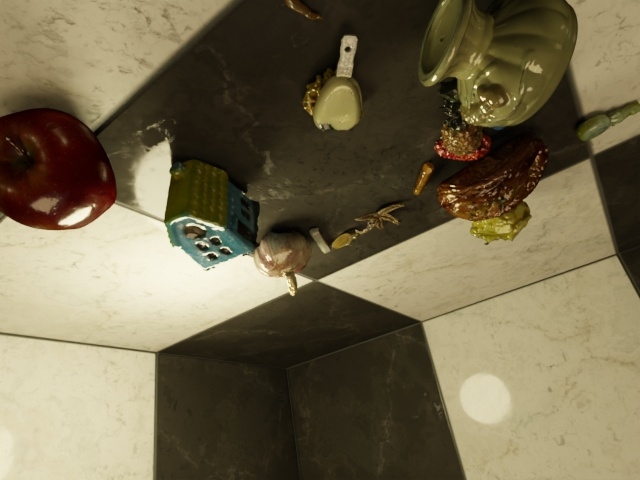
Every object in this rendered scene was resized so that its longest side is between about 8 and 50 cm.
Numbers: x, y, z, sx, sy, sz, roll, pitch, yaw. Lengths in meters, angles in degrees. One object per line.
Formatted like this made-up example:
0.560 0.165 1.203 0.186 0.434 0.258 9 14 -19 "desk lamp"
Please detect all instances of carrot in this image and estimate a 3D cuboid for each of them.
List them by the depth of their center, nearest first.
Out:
0.370 -0.222 1.591 0.042 0.042 0.171 -6 155 -8 "carrot"

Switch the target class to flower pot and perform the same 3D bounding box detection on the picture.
0.367 -0.418 0.981 0.244 0.308 0.307 13 147 -9 "flower pot"

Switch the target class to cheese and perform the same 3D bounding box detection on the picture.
0.054 -0.382 1.081 0.127 0.054 0.252 -4 142 -12 "cheese"

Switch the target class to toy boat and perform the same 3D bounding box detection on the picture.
0.106 -0.004 1.893 0.048 0.047 0.149 -3 157 -43 "toy boat"

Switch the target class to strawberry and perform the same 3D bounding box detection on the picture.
0.470 -0.296 1.444 0.188 0.082 0.121 -9 155 -9 "strawberry"

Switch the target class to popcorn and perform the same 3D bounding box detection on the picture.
0.701 -0.087 1.738 0.249 0.226 0.249 17 -176 -1 "popcorn"

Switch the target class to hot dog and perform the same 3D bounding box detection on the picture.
0.601 -0.204 1.523 0.387 0.174 0.267 -33 148 24 "hot dog"

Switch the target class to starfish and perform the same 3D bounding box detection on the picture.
0.231 -0.093 1.764 0.238 0.057 0.213 11 138 -42 "starfish"

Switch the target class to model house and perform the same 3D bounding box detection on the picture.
-0.357 -0.089 1.355 0.215 0.237 0.303 -22 140 19 "model house"

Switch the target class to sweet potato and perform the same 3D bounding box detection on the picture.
-0.043 -0.502 0.947 0.115 0.026 0.026 14 143 -42 "sweet potato"

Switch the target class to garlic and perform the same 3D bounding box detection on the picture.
-0.144 0.103 1.796 0.244 0.253 0.245 -14 160 -5 "garlic"

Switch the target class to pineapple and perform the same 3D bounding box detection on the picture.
0.400 -0.358 1.272 0.128 0.128 0.248 -18 146 15 "pineapple"

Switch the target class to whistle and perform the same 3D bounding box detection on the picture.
0.948 -0.400 1.452 0.198 0.057 0.104 -28 159 17 "whistle"

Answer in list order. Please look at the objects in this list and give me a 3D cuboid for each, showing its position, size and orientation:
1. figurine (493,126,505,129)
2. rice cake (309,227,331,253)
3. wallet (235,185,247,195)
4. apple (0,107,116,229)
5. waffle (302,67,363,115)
0.561 -0.388 1.312 0.077 0.079 0.136 37 148 1 "figurine"
0.000 0.000 1.875 0.047 0.036 0.207 -27 149 5 "rice cake"
-0.316 -0.144 1.507 0.088 0.026 0.129 12 145 -35 "wallet"
-0.661 -0.164 1.090 0.288 0.288 0.317 -7 169 -7 "apple"
0.038 -0.373 1.182 0.148 0.051 0.194 -24 149 26 "waffle"
